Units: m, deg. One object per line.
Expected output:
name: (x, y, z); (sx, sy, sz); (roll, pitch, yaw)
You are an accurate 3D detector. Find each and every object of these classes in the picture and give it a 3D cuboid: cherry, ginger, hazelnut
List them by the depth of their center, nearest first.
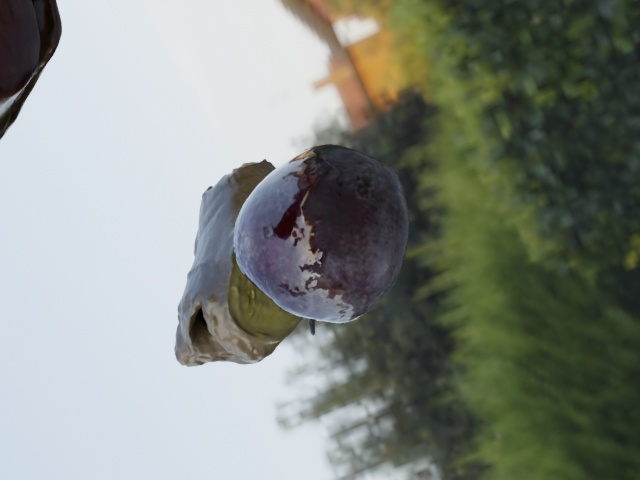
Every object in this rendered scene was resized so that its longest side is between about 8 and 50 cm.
hazelnut: (-0.330, -0.174, 1.299); (0.251, 0.217, 0.217); (-105, -10, -81)
cherry: (0.006, -0.009, 1.619); (0.195, 0.195, 0.195); (-24, -90, -81)
ginger: (-0.104, 0.034, 1.916); (0.130, 0.275, 0.221); (32, 165, -31)
